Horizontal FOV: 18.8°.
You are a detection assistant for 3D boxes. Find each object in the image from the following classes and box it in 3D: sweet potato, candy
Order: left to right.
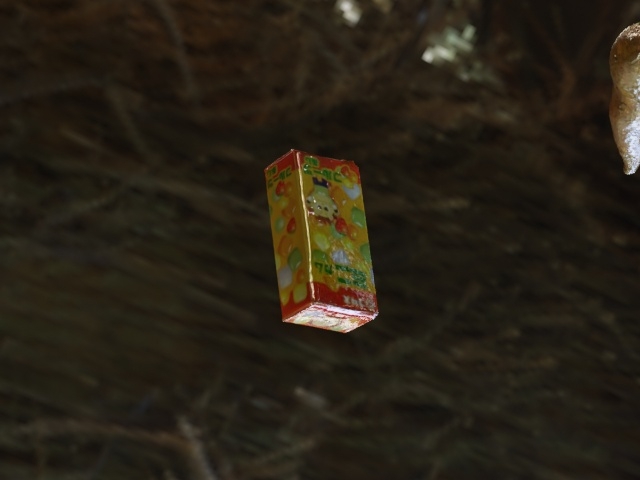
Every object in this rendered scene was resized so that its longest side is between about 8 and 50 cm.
[{"bbox_3d":[0.000,0.000,1.371,0.038,0.062,0.122,-30,-121,42],"label":"candy"},{"bbox_3d":[0.288,-0.136,1.724,0.226,0.068,0.068,84,14,-59],"label":"sweet potato"}]
